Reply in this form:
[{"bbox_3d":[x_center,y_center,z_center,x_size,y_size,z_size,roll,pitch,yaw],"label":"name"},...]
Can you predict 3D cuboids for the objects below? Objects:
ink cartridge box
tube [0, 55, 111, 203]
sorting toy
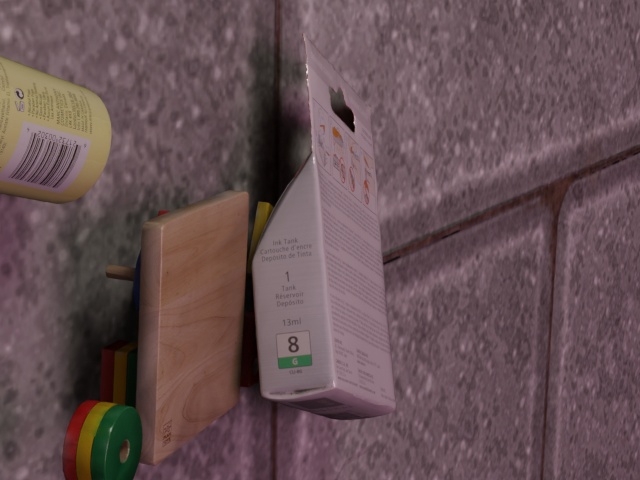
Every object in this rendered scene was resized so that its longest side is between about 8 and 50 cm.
[{"bbox_3d":[0.000,0.000,0.988,0.181,0.056,0.224,36,46,-72],"label":"ink cartridge box"},{"bbox_3d":[-0.193,-0.066,0.654,0.240,0.062,0.070,13,43,-55],"label":"tube"},{"bbox_3d":[-0.083,0.042,0.858,0.274,0.046,0.132,-29,124,-70],"label":"sorting toy"}]
